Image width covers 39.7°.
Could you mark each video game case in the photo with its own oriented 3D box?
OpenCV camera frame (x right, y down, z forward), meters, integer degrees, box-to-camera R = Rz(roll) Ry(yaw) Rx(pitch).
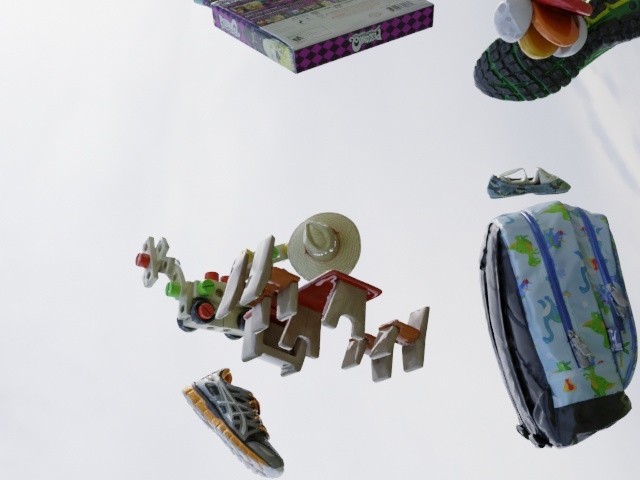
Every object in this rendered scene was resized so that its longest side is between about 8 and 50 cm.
[{"bbox_3d":[0.001,-0.310,1.220,0.232,0.210,0.041,-25,-48,-27],"label":"video game case"}]

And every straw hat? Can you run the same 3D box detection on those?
[{"bbox_3d":[0.000,0.000,1.533,0.061,0.145,0.144,56,-158,-59],"label":"straw hat"}]

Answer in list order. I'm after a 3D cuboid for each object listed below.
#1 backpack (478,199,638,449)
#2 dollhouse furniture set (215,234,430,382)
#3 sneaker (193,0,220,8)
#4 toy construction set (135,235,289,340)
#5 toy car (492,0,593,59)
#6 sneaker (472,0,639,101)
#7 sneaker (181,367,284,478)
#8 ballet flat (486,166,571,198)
[{"bbox_3d":[0.371,0.117,1.412,0.355,0.273,0.290,62,-178,10],"label":"backpack"},{"bbox_3d":[-0.014,0.094,1.247,0.262,0.259,0.135,25,-120,-22],"label":"dollhouse furniture set"},{"bbox_3d":[-0.170,-0.415,1.502,0.069,0.038,0.098,25,-135,-8],"label":"sneaker"},{"bbox_3d":[-0.194,0.081,1.727,0.328,0.151,0.214,7,-115,-21],"label":"toy construction set"},{"bbox_3d":[0.363,-0.379,1.377,0.159,0.136,0.181,7,-99,-25],"label":"toy car"},{"bbox_3d":[0.430,-0.345,1.563,0.146,0.344,0.134,-88,-27,-83],"label":"sneaker"},{"bbox_3d":[-0.119,0.267,1.324,0.215,0.083,0.084,40,157,32],"label":"sneaker"},{"bbox_3d":[0.458,-0.129,1.942,0.070,0.189,0.070,174,90,-84],"label":"ballet flat"}]
